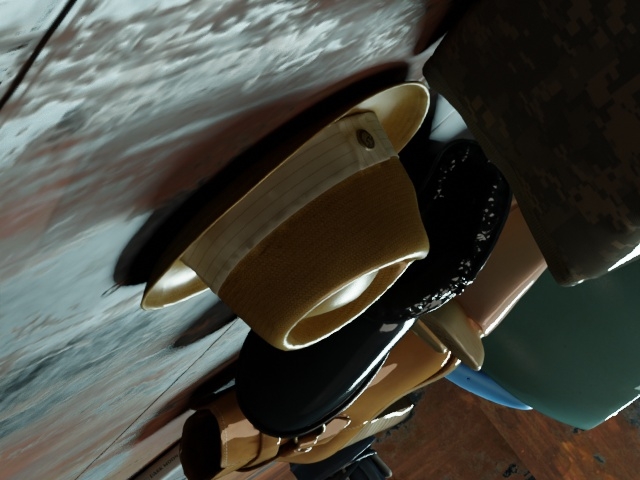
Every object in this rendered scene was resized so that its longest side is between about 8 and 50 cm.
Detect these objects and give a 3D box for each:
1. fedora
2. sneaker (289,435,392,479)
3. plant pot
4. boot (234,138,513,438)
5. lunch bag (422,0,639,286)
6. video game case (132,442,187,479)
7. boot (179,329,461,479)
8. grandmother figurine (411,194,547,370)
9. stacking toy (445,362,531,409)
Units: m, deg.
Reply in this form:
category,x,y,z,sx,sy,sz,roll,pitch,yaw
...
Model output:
category,x,y,z,sx,sy,sz,roll,pitch,yaw
fedora,0.000,0.000,0.789,0.194,0.079,0.194,-37,172,-6
sneaker,0.028,0.172,1.528,0.086,0.163,0.226,-28,165,-42
plant pot,0.246,0.031,1.424,0.293,0.235,0.293,-37,172,-6
boot,0.026,0.036,1.016,0.246,0.094,0.207,-45,175,2
lunch bag,0.227,-0.130,0.714,0.287,0.169,0.235,-29,174,-21
video game case,-0.174,0.256,1.615,0.173,0.022,0.190,-39,172,8
boot,-0.003,0.105,1.324,0.220,0.109,0.283,-14,153,-30
grandmother figurine,0.201,-0.053,1.185,0.342,0.104,0.208,-46,-151,-9
stacking toy,0.233,0.022,1.706,0.166,0.175,0.302,-57,172,-49
